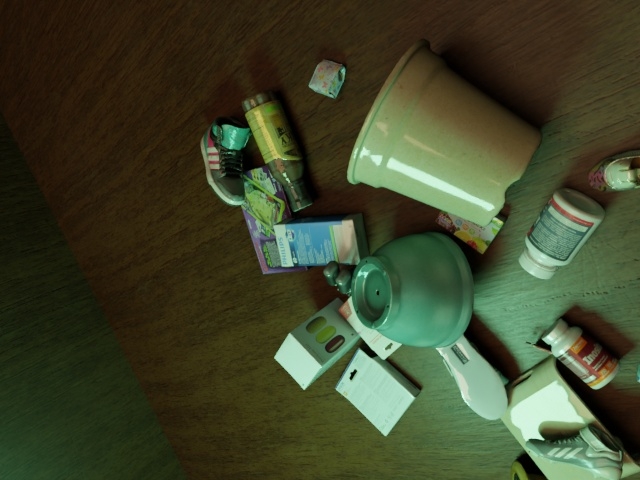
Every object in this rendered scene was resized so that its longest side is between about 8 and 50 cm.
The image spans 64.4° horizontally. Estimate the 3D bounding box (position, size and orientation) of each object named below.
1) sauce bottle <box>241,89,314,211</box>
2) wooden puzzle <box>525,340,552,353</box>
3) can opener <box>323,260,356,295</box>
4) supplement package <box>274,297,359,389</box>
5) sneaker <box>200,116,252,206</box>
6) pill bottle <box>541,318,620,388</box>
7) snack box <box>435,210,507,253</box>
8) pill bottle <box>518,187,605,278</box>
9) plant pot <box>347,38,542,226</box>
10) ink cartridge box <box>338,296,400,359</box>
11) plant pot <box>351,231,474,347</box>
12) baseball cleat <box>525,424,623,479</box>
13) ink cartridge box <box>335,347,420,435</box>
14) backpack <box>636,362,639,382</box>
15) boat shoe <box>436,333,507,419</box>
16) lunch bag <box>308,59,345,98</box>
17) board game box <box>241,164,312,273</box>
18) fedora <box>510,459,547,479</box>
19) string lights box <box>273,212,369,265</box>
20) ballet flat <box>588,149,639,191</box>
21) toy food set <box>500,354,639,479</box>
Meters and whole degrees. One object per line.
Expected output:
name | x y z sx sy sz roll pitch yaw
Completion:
sauce bottle | -0.113 -0.255 1.466 0.111 0.111 0.345 -17 100 42
wooden puzzle | 0.533 0.259 1.214 0.083 0.049 0.006 19 92 33
can opener | 0.065 0.091 1.385 0.076 0.095 0.283 34 171 12
supplement package | 0.004 0.305 1.528 0.139 0.244 0.134 43 130 15
sneaker | -0.270 -0.266 1.550 0.178 0.123 0.296 -49 55 42
pill bottle | 0.583 0.252 1.144 0.152 0.086 0.086 42 130 16
snack box | 0.360 -0.049 1.221 0.141 0.037 0.100 37 127 20
pill bottle | 0.502 -0.010 1.077 0.108 0.108 0.180 36 128 21
plant pot | 0.271 -0.198 1.067 0.305 0.334 0.334 30 127 11
ink cartridge box | 0.161 0.237 1.491 0.198 0.067 0.115 49 132 13
plant pot | 0.199 0.123 1.242 0.293 0.196 0.294 -2 88 61
baseball cleat | 0.576 0.465 1.158 0.205 0.072 0.110 5 91 41
ink cartridge box | 0.174 0.469 1.599 0.224 0.045 0.223 39 129 20
backpack | 0.709 0.264 1.035 0.084 0.105 0.114 39 124 18
boat shoe | 0.377 0.321 1.333 0.108 0.102 0.301 -39 78 9
lunch bag | 0.022 -0.421 1.317 0.071 0.053 0.083 27 99 28
board game box | -0.154 -0.065 1.625 0.208 0.056 0.347 -8 104 36
fedora | 0.563 0.674 1.332 0.079 0.194 0.195 -10 106 3
string lights box | 0.000 0.000 1.475 0.259 0.076 0.134 -2 108 28
ballet flat | 0.616 -0.132 0.950 0.221 0.079 0.077 -7 106 41
toy food set | 0.597 0.454 1.236 0.306 0.092 0.220 53 134 18
